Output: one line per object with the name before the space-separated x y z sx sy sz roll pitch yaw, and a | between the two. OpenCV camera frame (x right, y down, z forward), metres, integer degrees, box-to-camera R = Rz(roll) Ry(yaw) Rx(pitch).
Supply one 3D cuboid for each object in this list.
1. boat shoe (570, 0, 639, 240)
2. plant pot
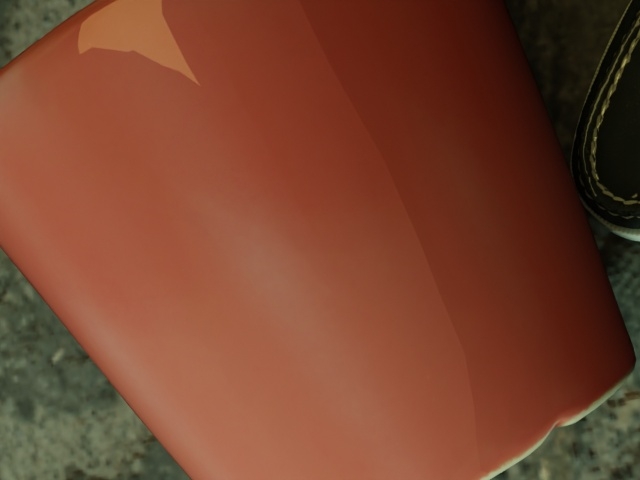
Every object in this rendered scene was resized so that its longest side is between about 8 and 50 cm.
boat shoe | 0.210 -0.131 0.755 0.114 0.091 0.302 37 102 20
plant pot | 0.000 0.000 0.759 0.275 0.275 0.243 -30 88 19
